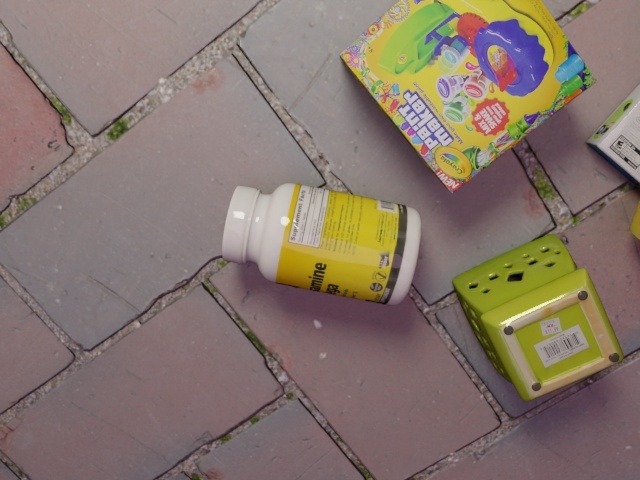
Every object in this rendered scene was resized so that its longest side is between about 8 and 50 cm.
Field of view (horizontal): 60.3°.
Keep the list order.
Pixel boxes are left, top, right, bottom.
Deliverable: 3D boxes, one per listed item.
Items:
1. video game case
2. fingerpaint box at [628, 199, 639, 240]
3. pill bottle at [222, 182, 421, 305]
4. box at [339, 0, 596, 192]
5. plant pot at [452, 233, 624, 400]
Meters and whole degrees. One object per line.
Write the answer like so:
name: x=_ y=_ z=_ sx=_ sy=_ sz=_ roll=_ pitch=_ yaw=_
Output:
video game case: x=0.672 y=-0.189 z=0.994 sx=0.270 sy=0.061 sz=0.244 roll=37 pitch=106 yaw=-9
fingerpaint box: x=0.766 y=-0.167 z=0.862 sx=0.372 sy=0.163 sz=0.444 roll=4 pitch=115 yaw=0
pill bottle: x=0.000 y=0.000 z=1.008 sx=0.334 sy=0.188 sz=0.187 roll=11 pitch=107 yaw=-1
box: x=0.229 y=-0.288 z=0.921 sx=0.279 sy=0.177 sz=0.290 roll=-40 pitch=102 yaw=13
plant pot: x=0.409 y=0.151 z=1.031 sx=0.228 sy=0.207 sz=0.227 roll=-27 pitch=104 yaw=8
